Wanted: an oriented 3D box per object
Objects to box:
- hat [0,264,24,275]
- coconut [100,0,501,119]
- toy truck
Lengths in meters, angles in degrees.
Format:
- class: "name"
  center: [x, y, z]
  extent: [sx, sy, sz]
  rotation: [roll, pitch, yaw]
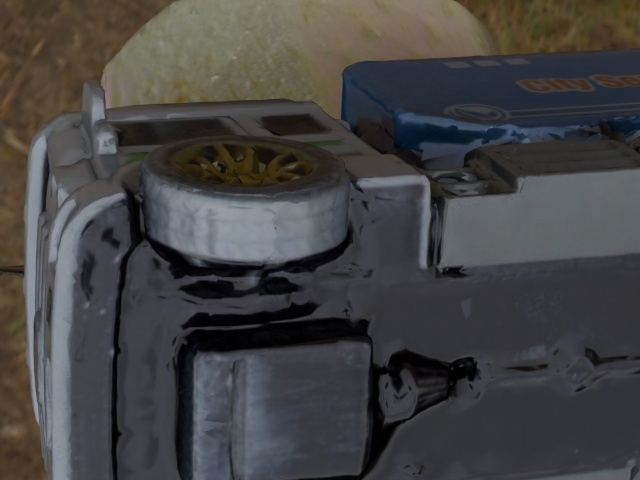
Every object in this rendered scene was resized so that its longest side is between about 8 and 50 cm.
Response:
- class: "hat"
  center: [-0.217, 0.034, 1.079]
  extent: [0.121, 0.050, 0.121]
  rotation: [-2, 171, 0]
- class: "coconut"
  center: [0.000, 0.000, 0.829]
  extent: [0.197, 0.237, 0.236]
  rotation: [-2, 132, -17]
- class: "toy truck"
  center: [0.084, 0.017, 0.602]
  extent: [0.367, 0.175, 0.146]
  rotation: [-3, 109, -19]
